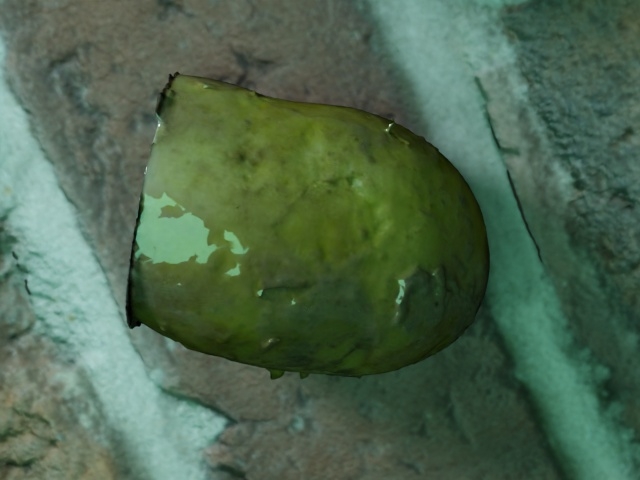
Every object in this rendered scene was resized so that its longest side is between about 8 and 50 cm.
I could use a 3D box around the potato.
[{"bbox_3d":[0.000,0.000,1.028,0.266,0.229,0.229,8,105,-3],"label":"potato"}]
